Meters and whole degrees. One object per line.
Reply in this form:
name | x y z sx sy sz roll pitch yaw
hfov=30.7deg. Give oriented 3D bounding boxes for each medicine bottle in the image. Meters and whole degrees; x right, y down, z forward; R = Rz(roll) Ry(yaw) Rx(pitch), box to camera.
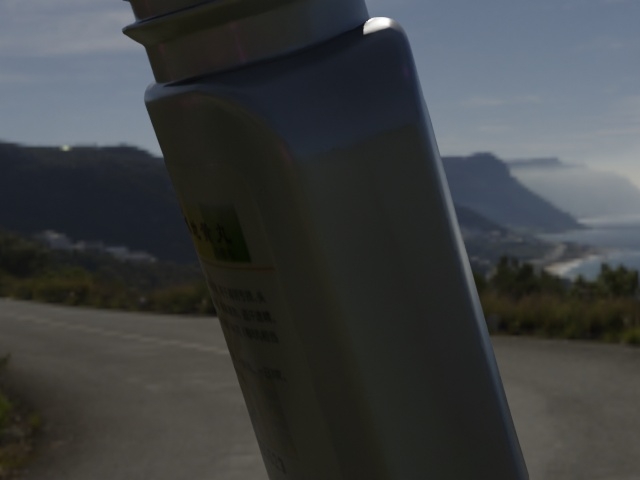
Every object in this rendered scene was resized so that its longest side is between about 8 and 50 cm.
medicine bottle | 0.000 0.000 0.563 0.124 0.324 0.179 -22 13 -15
